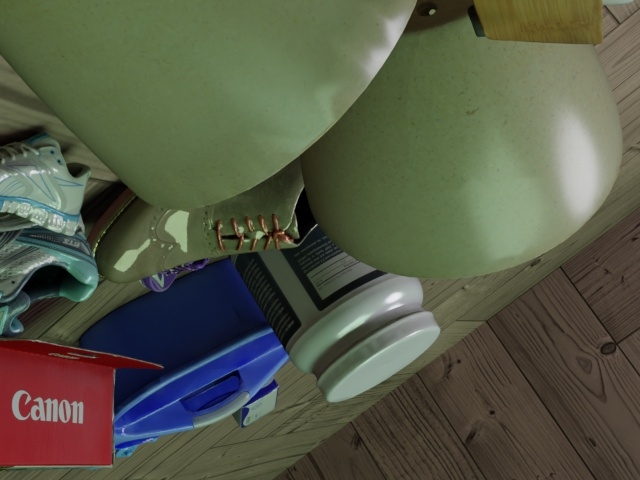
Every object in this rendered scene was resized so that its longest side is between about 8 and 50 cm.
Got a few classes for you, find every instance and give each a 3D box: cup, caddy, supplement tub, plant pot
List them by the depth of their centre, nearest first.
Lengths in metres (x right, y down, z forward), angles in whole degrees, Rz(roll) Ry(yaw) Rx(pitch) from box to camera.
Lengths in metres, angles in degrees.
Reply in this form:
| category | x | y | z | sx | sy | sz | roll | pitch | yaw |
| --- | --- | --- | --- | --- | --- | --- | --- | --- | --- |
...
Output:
| category | x | y | z | sx | sy | sz | roll | pitch | yaw |
| --- | --- | --- | --- | --- | --- | --- | --- | --- | --- |
| plant pot | -0.123 | -0.195 | 0.603 | 0.256 | 0.256 | 0.274 | -39 | 129 | 17 |
| cup | 0.114 | -0.163 | 1.041 | 0.331 | 0.331 | 0.237 | -30 | 138 | -7 |
| supplement tub | 0.009 | 0.047 | 1.381 | 0.191 | 0.272 | 0.191 | -29 | 161 | -11 |
| caddy | -0.180 | 0.177 | 1.549 | 0.341 | 0.179 | 0.241 | -26 | 161 | -19 |

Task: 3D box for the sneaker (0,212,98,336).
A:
| category | x | y | z | sx | sy | sz | roll | pitch | yaw |
| --- | --- | --- | --- | --- | --- | --- | --- | --- | --- |
| sneaker | -0.338 | 0.037 | 1.029 | 0.283 | 0.122 | 0.110 | -19 | 156 | -36 |

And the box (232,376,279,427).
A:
| category | x | y | z | sx | sy | sz | roll | pitch | yaw |
| --- | --- | --- | --- | --- | --- | --- | --- | --- | --- |
| box | -0.135 | 0.223 | 1.796 | 0.072 | 0.137 | 0.126 | -28 | 161 | -16 |

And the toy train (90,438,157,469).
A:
| category | x | y | z | sx | sy | sz | roll | pitch | yaw |
| --- | --- | --- | --- | --- | --- | --- | --- | --- | --- |
| toy train | -0.334 | 0.311 | 1.794 | 0.184 | 0.080 | 0.105 | -24 | 154 | -24 |

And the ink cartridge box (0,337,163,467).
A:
| category | x | y | z | sx | sy | sz | roll | pitch | yaw |
| --- | --- | --- | --- | --- | --- | --- | --- | --- | --- |
| ink cartridge box | -0.354 | 0.186 | 1.183 | 0.272 | 0.130 | 0.309 | -4 | 168 | 17 |

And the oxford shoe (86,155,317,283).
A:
| category | x | y | z | sx | sy | sz | roll | pitch | yaw |
| --- | --- | --- | --- | --- | --- | --- | --- | --- | --- |
| oxford shoe | -0.090 | -0.037 | 1.198 | 0.348 | 0.130 | 0.123 | -30 | 143 | -18 |

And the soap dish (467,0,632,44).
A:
| category | x | y | z | sx | sy | sz | roll | pitch | yaw |
| --- | --- | --- | --- | --- | --- | --- | --- | --- | --- |
| soap dish | 0.111 | -0.289 | 0.718 | 0.118 | 0.291 | 0.229 | -20 | 164 | 11 |

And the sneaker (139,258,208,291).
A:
| category | x | y | z | sx | sy | sz | roll | pitch | yaw |
| --- | --- | --- | --- | --- | --- | --- | --- | --- | --- |
| sneaker | -0.173 | 0.018 | 1.329 | 0.068 | 0.071 | 0.170 | -16 | 155 | -41 |

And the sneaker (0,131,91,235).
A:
| category | x | y | z | sx | sy | sz | roll | pitch | yaw |
| --- | --- | --- | --- | --- | --- | --- | --- | --- | --- |
| sneaker | -0.281 | -0.066 | 0.982 | 0.191 | 0.071 | 0.083 | 22 | 94 | -62 |
